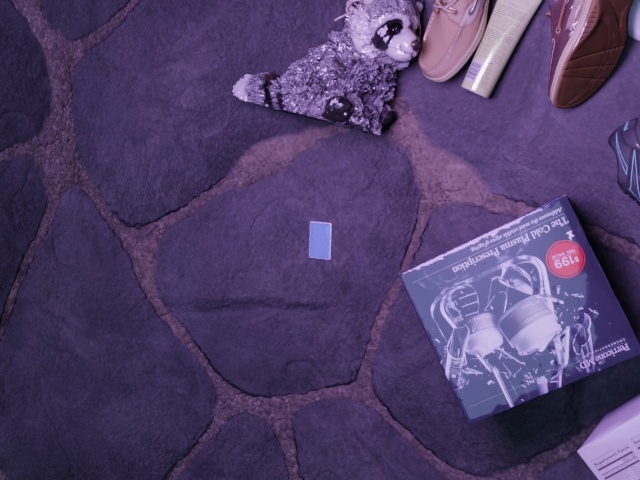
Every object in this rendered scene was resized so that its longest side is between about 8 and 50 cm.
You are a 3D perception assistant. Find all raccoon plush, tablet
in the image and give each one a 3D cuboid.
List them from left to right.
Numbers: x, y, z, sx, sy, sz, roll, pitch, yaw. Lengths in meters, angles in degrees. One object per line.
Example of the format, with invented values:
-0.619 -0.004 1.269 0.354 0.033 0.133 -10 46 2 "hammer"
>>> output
0.000 0.000 1.946 0.054 0.006 0.083 6 100 26 "tablet"
0.007 -0.401 1.789 0.446 0.216 0.299 18 97 25 "raccoon plush"

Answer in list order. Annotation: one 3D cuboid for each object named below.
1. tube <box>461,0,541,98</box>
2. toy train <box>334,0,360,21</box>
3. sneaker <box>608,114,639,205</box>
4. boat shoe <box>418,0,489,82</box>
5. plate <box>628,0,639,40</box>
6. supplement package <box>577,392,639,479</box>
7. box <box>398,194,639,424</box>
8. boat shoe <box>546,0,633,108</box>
0.354 -0.397 1.687 0.070 0.062 0.240 19 104 -19 "tube"
0.111 -0.566 1.767 0.248 0.105 0.144 -21 77 28 "toy train"
0.614 -0.099 1.582 0.106 0.101 0.268 -22 87 50 "sneaker"
0.263 -0.477 1.672 0.121 0.110 0.341 34 108 42 "boat shoe"
0.551 -0.549 1.568 0.278 0.045 0.277 38 111 17 "plate"
0.643 0.405 1.547 0.198 0.199 0.263 -44 76 34 "supplement package"
0.376 0.126 1.635 0.343 0.179 0.313 -27 85 15 "box"
0.478 -0.407 1.569 0.123 0.123 0.342 -120 27 -45 "boat shoe"
